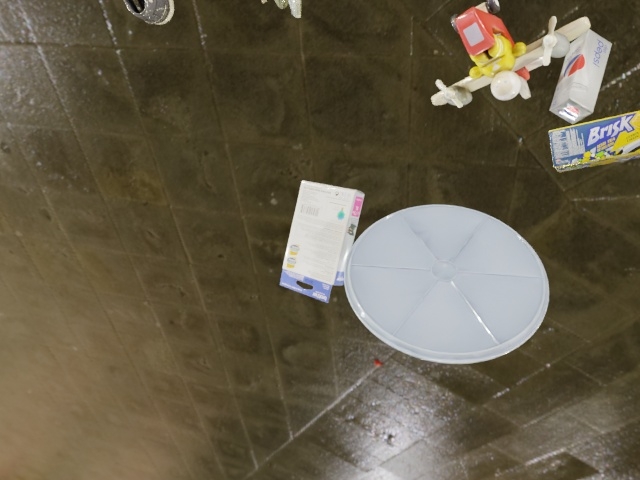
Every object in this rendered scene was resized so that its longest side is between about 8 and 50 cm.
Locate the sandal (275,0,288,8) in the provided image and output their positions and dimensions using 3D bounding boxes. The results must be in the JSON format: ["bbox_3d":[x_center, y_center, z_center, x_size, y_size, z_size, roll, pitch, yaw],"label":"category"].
[{"bbox_3d":[-0.177,-0.648,1.185,0.086,0.120,0.303,-38,143,13],"label":"sandal"}]

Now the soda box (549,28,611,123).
[{"bbox_3d":[0.832,-0.524,1.662,0.098,0.286,0.091,27,162,-10],"label":"soda box"}]

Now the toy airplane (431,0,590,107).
[{"bbox_3d":[0.567,-0.536,1.612,0.385,0.272,0.386,1,154,-3],"label":"toy airplane"}]

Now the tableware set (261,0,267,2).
[{"bbox_3d":[-0.069,-0.283,0.372,0.039,0.128,0.194,-23,96,5],"label":"tableware set"}]

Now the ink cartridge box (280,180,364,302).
[{"bbox_3d":[0.000,0.000,1.446,0.186,0.310,0.065,15,-178,34],"label":"ink cartridge box"}]

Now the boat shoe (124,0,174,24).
[{"bbox_3d":[-0.278,-0.416,0.744,0.075,0.065,0.206,-15,106,22],"label":"boat shoe"}]

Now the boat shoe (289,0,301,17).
[{"bbox_3d":[-0.108,-0.830,1.716,0.081,0.227,0.079,-7,162,-2],"label":"boat shoe"}]

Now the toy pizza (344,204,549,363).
[{"bbox_3d":[0.125,0.040,0.531,0.201,0.201,0.032,10,139,15],"label":"toy pizza"}]

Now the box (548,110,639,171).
[{"bbox_3d":[0.396,-0.134,0.681,0.169,0.059,0.054,-8,86,30],"label":"box"}]
